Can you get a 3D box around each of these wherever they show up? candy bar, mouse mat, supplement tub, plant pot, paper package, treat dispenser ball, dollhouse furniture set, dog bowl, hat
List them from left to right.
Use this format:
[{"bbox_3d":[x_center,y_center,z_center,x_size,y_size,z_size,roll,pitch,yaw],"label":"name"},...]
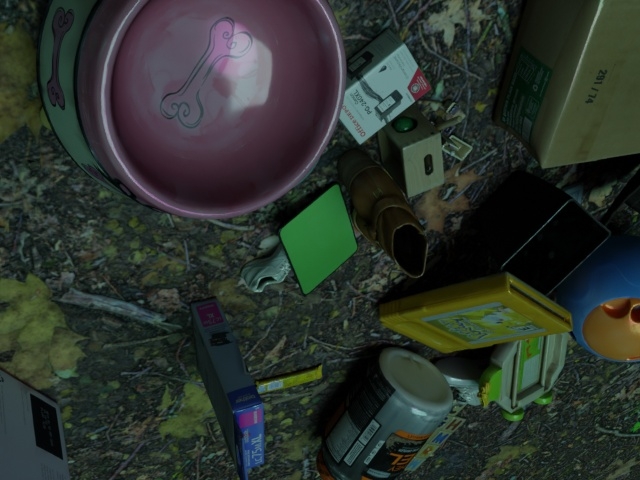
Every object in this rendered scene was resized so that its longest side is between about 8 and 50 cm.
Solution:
[{"bbox_3d":[-0.143,-0.208,0.948,0.407,0.150,0.408,-15,122,-26],"label":"dog bowl"},{"bbox_3d":[-0.069,0.305,1.595,0.161,0.018,0.040,-10,128,-20],"label":"candy bar"},{"bbox_3d":[0.000,0.000,1.337,0.152,0.007,0.190,-40,138,-20],"label":"mouse mat"},{"bbox_3d":[0.137,0.429,1.680,0.207,0.207,0.338,11,123,-35],"label":"supplement tub"},{"bbox_3d":[0.253,-0.178,1.298,0.114,0.081,0.091,21,116,-39],"label":"dollhouse furniture set"},{"bbox_3d":[0.427,-0.030,1.462,0.187,0.167,0.188,27,113,-42],"label":"plant pot"},{"bbox_3d":[0.492,-0.316,1.246,0.309,0.168,0.325,-10,132,-20],"label":"paper package"},{"bbox_3d":[0.688,0.132,1.657,0.288,0.288,0.288,-15,133,-16],"label":"treat dispenser ball"},{"bbox_3d":[0.708,-0.123,1.441,0.331,0.134,0.331,-47,166,-16],"label":"hat"}]

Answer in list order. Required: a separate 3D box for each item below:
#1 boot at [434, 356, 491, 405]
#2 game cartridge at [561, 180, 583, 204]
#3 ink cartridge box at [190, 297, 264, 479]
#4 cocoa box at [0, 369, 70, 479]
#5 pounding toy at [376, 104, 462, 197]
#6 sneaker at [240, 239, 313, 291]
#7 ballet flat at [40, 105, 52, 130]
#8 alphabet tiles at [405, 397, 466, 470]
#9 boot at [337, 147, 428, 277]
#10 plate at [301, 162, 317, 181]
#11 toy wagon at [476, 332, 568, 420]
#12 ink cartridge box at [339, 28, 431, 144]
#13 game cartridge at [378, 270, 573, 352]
[{"bbox_3d":[0.369,0.364,1.824,0.258,0.095,0.124,6,118,-33],"label":"boot"},{"bbox_3d":[0.540,-0.087,1.580,0.055,0.017,0.083,-22,135,-15],"label":"game cartridge"},{"bbox_3d":[-0.161,0.274,1.308,0.065,0.311,0.186,-13,133,-17],"label":"ink cartridge box"},{"bbox_3d":[-0.568,0.414,1.186,0.227,0.347,0.231,-33,136,3],"label":"cocoa box"},{"bbox_3d":[0.166,-0.165,1.228,0.100,0.130,0.141,-23,135,-9],"label":"pounding toy"},{"bbox_3d":[-0.071,0.044,1.335,0.152,0.061,0.054,-35,134,2],"label":"sneaker"},{"bbox_3d":[-0.272,-0.164,1.034,0.232,0.073,0.080,-2,130,-27],"label":"ballet flat"},{"bbox_3d":[0.235,0.537,1.967,0.285,0.011,0.343,22,115,-39],"label":"alphabet tiles"},{"bbox_3d":[0.138,-0.015,1.280,0.109,0.220,0.283,-29,136,-2],"label":"boot"},{"bbox_3d":[-0.077,-0.144,1.193,0.188,0.024,0.188,-16,134,-17],"label":"plate"},{"bbox_3d":[0.488,0.307,1.784,0.344,0.068,0.267,-16,116,-35],"label":"toy wagon"},{"bbox_3d":[0.084,-0.243,1.164,0.150,0.063,0.109,-38,135,7],"label":"ink cartridge box"},{"bbox_3d":[0.322,0.165,1.544,0.323,0.053,0.285,-21,146,38],"label":"game cartridge"}]
